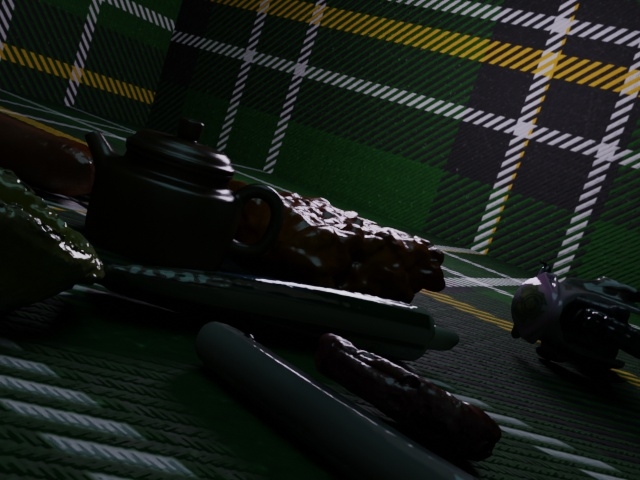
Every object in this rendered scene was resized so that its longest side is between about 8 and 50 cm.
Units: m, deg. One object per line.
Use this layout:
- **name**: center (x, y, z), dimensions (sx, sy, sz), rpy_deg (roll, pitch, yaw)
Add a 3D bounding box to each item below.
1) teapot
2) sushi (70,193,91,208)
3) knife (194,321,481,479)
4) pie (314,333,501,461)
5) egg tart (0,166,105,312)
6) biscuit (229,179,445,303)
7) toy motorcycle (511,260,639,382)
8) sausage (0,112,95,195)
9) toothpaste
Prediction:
- **teapot**: center (-0.175, -0.065, 0.859), dimensions (0.268, 0.175, 0.185), rpy_deg (18, 10, -6)
- **sushi**: center (-0.328, -0.081, 1.095), dimensions (0.210, 0.040, 0.193), rpy_deg (24, 10, 36)
- **knife**: center (0.012, 0.125, 0.466), dimensions (0.266, 0.040, 0.073), rpy_deg (24, -2, 38)
- **pie**: center (0.064, 0.118, 0.512), dimensions (0.154, 0.038, 0.153), rpy_deg (27, -8, 4)
- **egg tart**: center (-0.254, -0.016, 0.499), dimensions (0.197, 0.078, 0.197), rpy_deg (39, -9, 8)
- **biscuit**: center (0.000, 0.000, 1.050), dimensions (0.312, 0.110, 0.318), rpy_deg (9, 12, -40)
- **toy motorcycle**: center (0.370, 0.114, 1.004), dimensions (0.188, 0.143, 0.327), rpy_deg (20, 1, 11)
- **sausage**: center (-0.508, -0.157, 1.020), dimensions (0.419, 0.094, 0.094), rpy_deg (21, 50, 13)
- **toothpaste**: center (-0.024, 0.069, 0.671), dimensions (0.392, 0.061, 0.099), rpy_deg (14, -16, -25)
